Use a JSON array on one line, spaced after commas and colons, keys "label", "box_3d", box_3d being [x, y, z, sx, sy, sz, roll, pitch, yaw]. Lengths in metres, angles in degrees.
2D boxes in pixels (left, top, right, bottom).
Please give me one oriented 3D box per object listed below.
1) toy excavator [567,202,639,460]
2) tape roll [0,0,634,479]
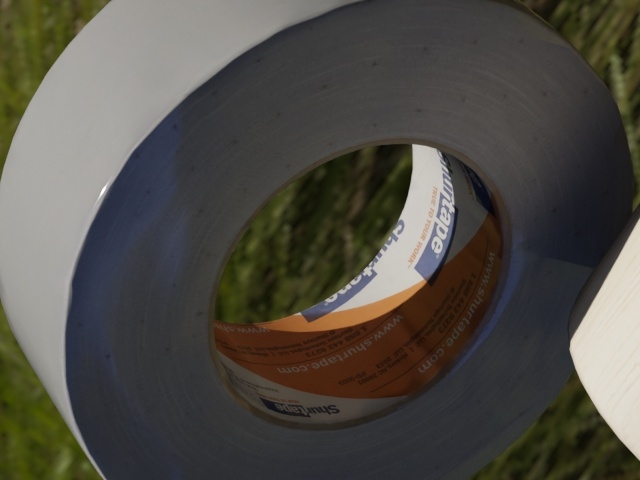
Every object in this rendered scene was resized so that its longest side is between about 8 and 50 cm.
[{"label": "toy excavator", "box_3d": [0.340, 0.056, 0.763, 0.433, 0.445, 0.222, 34, 118, 7]}, {"label": "tape roll", "box_3d": [0.000, 0.000, 0.692, 0.219, 0.219, 0.072, 57, 175, -39]}]
